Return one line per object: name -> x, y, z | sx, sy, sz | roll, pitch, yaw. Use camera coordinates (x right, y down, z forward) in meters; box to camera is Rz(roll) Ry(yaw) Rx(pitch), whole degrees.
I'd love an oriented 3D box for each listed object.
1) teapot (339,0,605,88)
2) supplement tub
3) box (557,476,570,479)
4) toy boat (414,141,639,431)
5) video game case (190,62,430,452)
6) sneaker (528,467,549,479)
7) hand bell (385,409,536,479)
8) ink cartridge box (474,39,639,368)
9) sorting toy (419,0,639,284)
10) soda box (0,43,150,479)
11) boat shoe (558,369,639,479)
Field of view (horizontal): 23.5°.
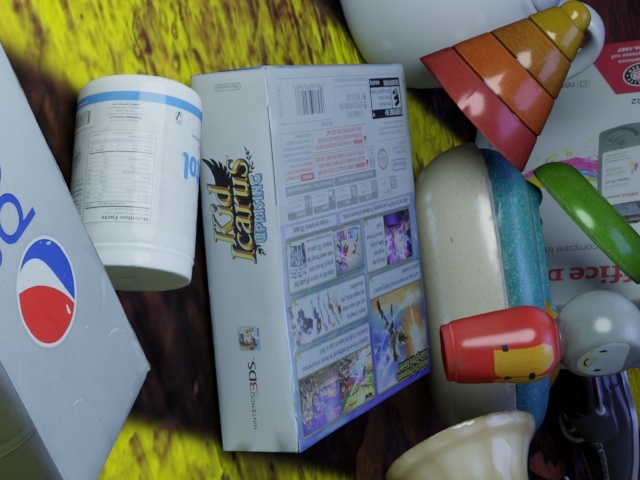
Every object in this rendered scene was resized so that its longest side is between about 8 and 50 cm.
teapot -> 0.131, -0.245, 1.278 | 0.256, 0.187, 0.253 | -24, 109, -67
supplement tub -> -0.101, -0.031, 0.841 | 0.071, 0.071, 0.107 | 29, 60, -63
box -> 0.272, 0.391, 1.470 | 0.290, 0.087, 0.169 | -113, 177, -47
toy boat -> 0.159, 0.058, 1.244 | 0.318, 0.148, 0.267 | -103, -174, -81
video game case -> 0.000, 0.000, 1.086 | 0.269, 0.061, 0.244 | -16, 101, -67
sneaker -> 0.165, 0.246, 1.358 | 0.283, 0.124, 0.107 | -9, 95, -67
hand bell -> 0.150, 0.262, 1.146 | 0.126, 0.126, 0.242 | 35, 29, -62
ink cartridge box -> 0.266, -0.037, 1.515 | 0.131, 0.226, 0.306 | 56, 36, -49
sorting toy -> 0.242, -0.064, 1.247 | 0.365, 0.126, 0.127 | 41, 11, -26
soda box -> -0.172, -0.016, 0.643 | 0.098, 0.091, 0.286 | -68, 147, -48
boat shoe -> 0.298, 0.143, 1.762 | 0.112, 0.095, 0.335 | -140, -137, -71
